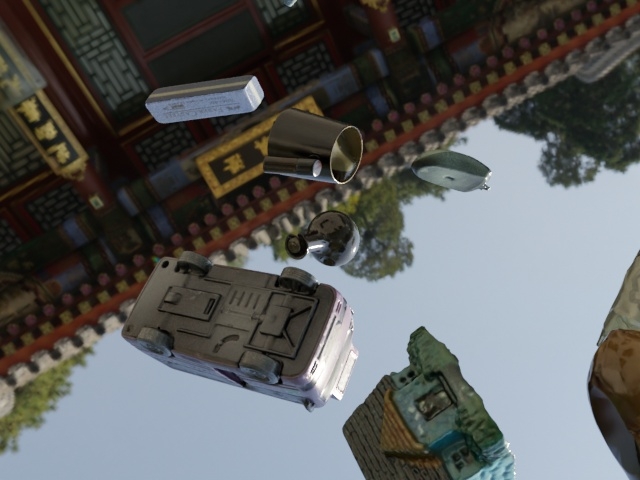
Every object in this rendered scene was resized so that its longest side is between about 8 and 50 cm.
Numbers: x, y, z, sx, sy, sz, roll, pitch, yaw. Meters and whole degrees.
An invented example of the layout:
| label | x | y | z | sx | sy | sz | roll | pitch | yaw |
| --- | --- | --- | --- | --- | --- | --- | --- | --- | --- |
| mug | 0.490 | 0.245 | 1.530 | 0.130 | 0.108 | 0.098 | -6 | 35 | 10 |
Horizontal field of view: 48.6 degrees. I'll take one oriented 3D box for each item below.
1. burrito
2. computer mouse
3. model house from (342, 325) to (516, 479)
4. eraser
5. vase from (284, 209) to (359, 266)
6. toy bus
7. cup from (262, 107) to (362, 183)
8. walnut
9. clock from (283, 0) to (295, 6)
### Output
| label | x | y | z | sx | sy | sz | roll | pitch | yaw |
| --- | --- | --- | --- | --- | --- | --- | --- | --- | --- |
| burrito | 0.682 | 0.056 | 1.427 | 0.101 | 0.139 | 0.445 | 18 | -120 | 40 |
| computer mouse | 0.333 | -0.182 | 1.775 | 0.113 | 0.228 | 0.068 | 145 | -46 | -59 |
| model house | 0.146 | 0.317 | 1.152 | 0.241 | 0.226 | 0.261 | -30 | -135 | -3 |
| eraser | -0.228 | -0.280 | 1.407 | 0.225 | 0.082 | 0.036 | -6 | -112 | 8 |
| vase | 0.000 | 0.000 | 1.463 | 0.120 | 0.120 | 0.183 | 0 | -175 | 36 |
| toy bus | -0.059 | 0.071 | 0.557 | 0.178 | 0.098 | 0.087 | 7 | -120 | 32 |
| cup | -0.028 | -0.195 | 1.689 | 0.177 | 0.166 | 0.239 | 18 | -123 | 30 |
| walnut | 0.408 | 0.219 | 0.868 | 0.137 | 0.245 | 0.137 | -24 | 179 | -1 |
| clock | -0.078 | -0.388 | 0.864 | 0.100 | 0.195 | 0.194 | -61 | -163 | -11 |
